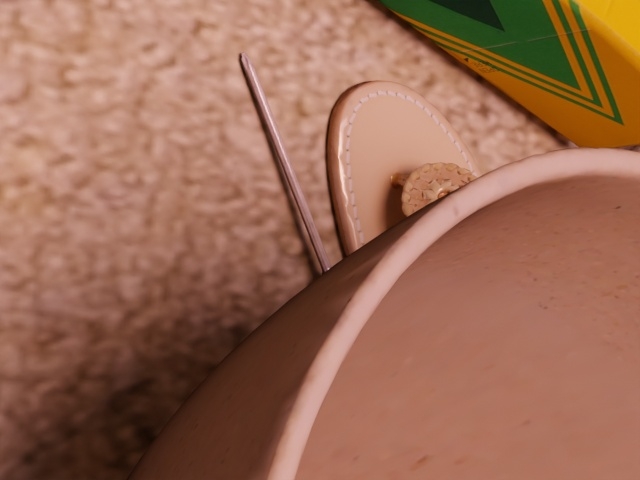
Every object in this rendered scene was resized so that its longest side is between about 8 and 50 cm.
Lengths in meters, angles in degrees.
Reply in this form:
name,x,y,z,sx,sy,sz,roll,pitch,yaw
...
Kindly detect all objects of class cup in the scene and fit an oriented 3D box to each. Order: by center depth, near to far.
name,x,y,z,sx,sy,sz,roll,pitch,yaw
cup,0.038,0.158,0.474,0.331,0.237,0.331,13,69,-37

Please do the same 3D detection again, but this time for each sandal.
name,x,y,z,sx,sy,sz,roll,pitch,yaw
sandal,0.080,0.040,0.623,0.088,0.079,0.240,-24,103,-35

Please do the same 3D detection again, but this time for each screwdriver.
name,x,y,z,sx,sy,sz,roll,pitch,yaw
screwdriver,0.000,0.000,0.598,0.024,0.025,0.170,-27,106,-34

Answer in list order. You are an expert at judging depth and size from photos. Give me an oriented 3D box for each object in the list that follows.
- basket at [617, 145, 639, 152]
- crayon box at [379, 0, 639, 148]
name,x,y,z,sx,sy,sz,roll,pitch,yaw
basket,0.212,0.005,0.672,0.113,0.167,0.103,42,59,-29
crayon box,0.102,-0.271,0.628,0.313,0.106,0.363,31,71,-34
